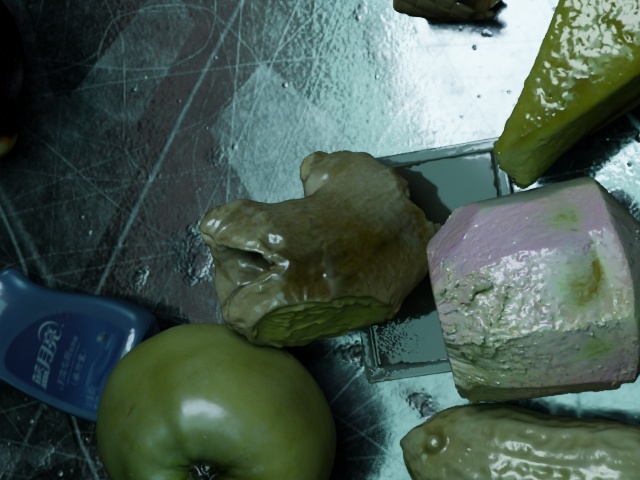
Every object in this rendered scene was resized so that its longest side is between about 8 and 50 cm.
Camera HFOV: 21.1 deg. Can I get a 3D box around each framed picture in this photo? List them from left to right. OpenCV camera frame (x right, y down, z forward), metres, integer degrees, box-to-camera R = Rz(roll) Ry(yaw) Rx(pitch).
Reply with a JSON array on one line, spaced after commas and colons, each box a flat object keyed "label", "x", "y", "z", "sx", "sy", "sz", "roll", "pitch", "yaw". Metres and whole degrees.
[{"label": "framed picture", "x": 0.128, "y": 0.023, "z": 1.913, "sx": 0.197, "sy": 0.014, "sz": 0.252, "roll": -9, "pitch": 86, "yaw": 16}]

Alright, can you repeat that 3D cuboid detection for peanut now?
[{"label": "peanut", "x": 0.233, "y": 0.250, "z": 1.809, "sx": 0.313, "sy": 0.152, "sz": 0.152, "roll": 6, "pitch": 91, "yaw": 21}]

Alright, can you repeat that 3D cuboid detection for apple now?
[{"label": "apple", "x": -0.117, "y": 0.218, "z": 1.856, "sx": 0.262, "sy": 0.262, "sz": 0.262, "roll": 0, "pitch": 89, "yaw": 16}]

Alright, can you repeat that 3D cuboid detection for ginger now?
[{"label": "ginger", "x": 0.000, "y": 0.000, "z": 1.847, "sx": 0.276, "sy": 0.130, "sz": 0.221, "roll": 4, "pitch": 68, "yaw": -20}]

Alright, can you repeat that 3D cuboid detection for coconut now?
[{"label": "coconut", "x": 0.241, "y": 0.057, "z": 1.762, "sx": 0.245, "sy": 0.233, "sz": 0.233, "roll": -11, "pitch": 86, "yaw": 7}]

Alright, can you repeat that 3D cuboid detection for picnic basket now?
[{"label": "picnic basket", "x": 0.168, "y": -0.305, "z": 1.846, "sx": 0.178, "sy": 0.128, "sz": 0.137, "roll": -2, "pitch": 90, "yaw": 26}]

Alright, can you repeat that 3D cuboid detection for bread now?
[{"label": "bread", "x": 0.280, "y": -0.241, "z": 1.760, "sx": 0.362, "sy": 0.233, "sz": 0.245, "roll": -35, "pitch": 80, "yaw": 14}]

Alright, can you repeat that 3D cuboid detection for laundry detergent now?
[{"label": "laundry detergent", "x": -0.336, "y": 0.114, "z": 2.006, "sx": 0.290, "sy": 0.094, "sz": 0.143, "roll": 16, "pitch": 99, "yaw": 16}]

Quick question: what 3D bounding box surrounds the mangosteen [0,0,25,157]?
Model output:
[{"label": "mangosteen", "x": -0.473, "y": -0.172, "z": 1.992, "sx": 0.275, "sy": 0.275, "sz": 0.302, "roll": -1, "pitch": 123, "yaw": 16}]
